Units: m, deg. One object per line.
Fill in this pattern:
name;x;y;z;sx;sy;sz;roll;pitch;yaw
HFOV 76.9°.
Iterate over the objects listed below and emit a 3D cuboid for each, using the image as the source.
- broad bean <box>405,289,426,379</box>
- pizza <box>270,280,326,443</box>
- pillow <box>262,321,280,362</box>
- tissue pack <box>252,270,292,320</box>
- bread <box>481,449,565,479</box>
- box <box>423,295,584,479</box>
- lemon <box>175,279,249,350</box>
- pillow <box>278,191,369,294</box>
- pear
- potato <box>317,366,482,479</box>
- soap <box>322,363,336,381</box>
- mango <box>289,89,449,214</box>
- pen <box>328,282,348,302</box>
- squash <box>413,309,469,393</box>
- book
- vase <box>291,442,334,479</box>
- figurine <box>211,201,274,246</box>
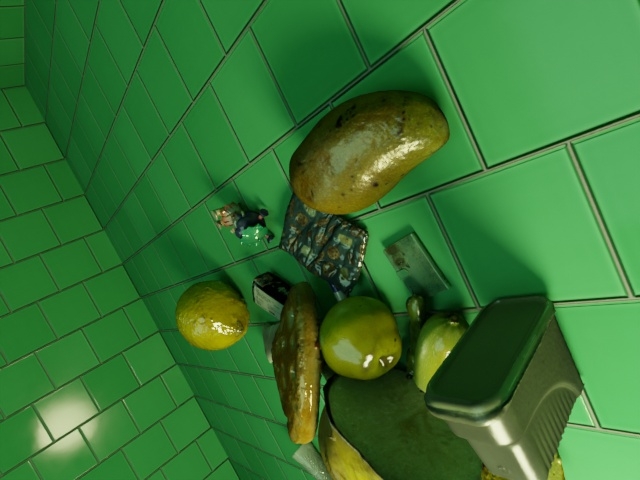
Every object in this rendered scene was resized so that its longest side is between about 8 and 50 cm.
broad bean;0.211;0.213;0.895;0.052;0.053;0.255;37;142;45
pizza;-0.055;0.319;1.078;0.278;0.114;0.407;136;135;-66
pillow;-0.129;0.325;1.350;0.254;0.078;0.144;-35;69;53
tissue pack;-0.129;0.178;1.240;0.170;0.091;0.103;27;133;33
bread;0.339;0.487;0.873;0.361;0.077;0.138;-31;47;53
box;0.307;0.232;0.638;0.138;0.274;0.178;-18;106;54
lemon;-0.395;0.277;1.481;0.311;0.254;0.253;19;127;41
pillow;0.001;0.002;0.996;0.256;0.034;0.188;33;122;28
pear;0.089;0.226;0.945;0.198;0.198;0.198;28;133;35
potato;0.159;0.491;0.929;0.397;0.290;0.295;26;124;39
soap;0.062;0.432;1.187;0.092;0.037;0.251;13;136;46
mango;0.066;-0.159;0.738;0.177;0.175;0.330;21;151;-24
pen;0.077;0.195;1.062;0.033;0.033;0.268;-17;100;52
squash;0.249;0.220;0.811;0.123;0.123;0.186;23;130;39
book;0.197;0.059;0.846;0.134;0.017;0.103;56;142;3
vase;-0.004;0.896;1.578;0.219;0.096;0.096;41;139;19
figurine;-0.229;-0.057;1.193;0.195;0.102;0.111;33;148;35
